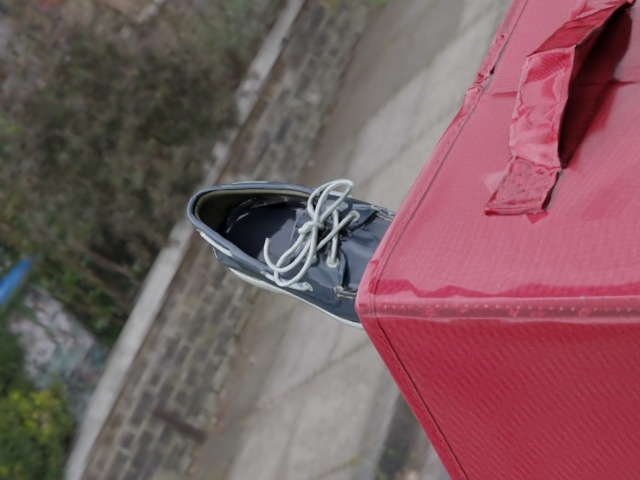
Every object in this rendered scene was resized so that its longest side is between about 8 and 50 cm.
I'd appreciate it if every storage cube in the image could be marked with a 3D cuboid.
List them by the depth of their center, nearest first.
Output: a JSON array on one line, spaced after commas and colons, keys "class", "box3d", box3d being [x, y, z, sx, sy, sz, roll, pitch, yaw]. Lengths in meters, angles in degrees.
[{"class": "storage cube", "box3d": [0.159, 0.018, 0.411, 0.193, 0.215, 0.184, -3, 43, 36]}]

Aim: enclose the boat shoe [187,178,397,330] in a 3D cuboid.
[{"class": "boat shoe", "box3d": [0.000, 0.000, 1.031, 0.254, 0.079, 0.095, 18, 76, 46]}]
